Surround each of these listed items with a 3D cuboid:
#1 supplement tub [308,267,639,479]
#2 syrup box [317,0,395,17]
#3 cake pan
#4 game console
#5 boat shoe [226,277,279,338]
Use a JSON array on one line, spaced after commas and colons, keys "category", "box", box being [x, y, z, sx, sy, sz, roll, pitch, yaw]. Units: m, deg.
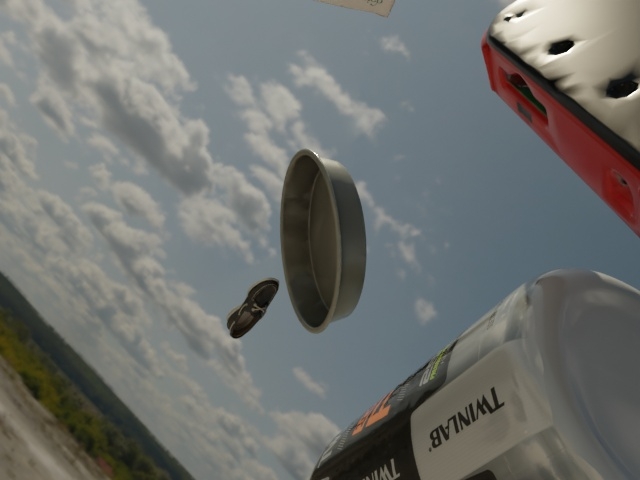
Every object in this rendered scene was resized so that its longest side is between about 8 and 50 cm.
[{"category": "supplement tub", "box": [0.113, 0.177, 0.505, 0.193, 0.193, 0.316, 45, -49, 6]}, {"category": "syrup box", "box": [0.054, -0.320, 0.642, 0.093, 0.096, 0.237, 9, -30, -12]}, {"category": "cake pan", "box": [0.000, 0.000, 1.169, 0.293, 0.054, 0.294, 176, -90, -70]}, {"category": "game console", "box": [0.308, -0.153, 0.488, 0.060, 0.341, 0.387, 60, 8, -30]}, {"category": "boat shoe", "box": [-0.106, 0.107, 1.149, 0.046, 0.125, 0.038, 28, 32, -34]}]
